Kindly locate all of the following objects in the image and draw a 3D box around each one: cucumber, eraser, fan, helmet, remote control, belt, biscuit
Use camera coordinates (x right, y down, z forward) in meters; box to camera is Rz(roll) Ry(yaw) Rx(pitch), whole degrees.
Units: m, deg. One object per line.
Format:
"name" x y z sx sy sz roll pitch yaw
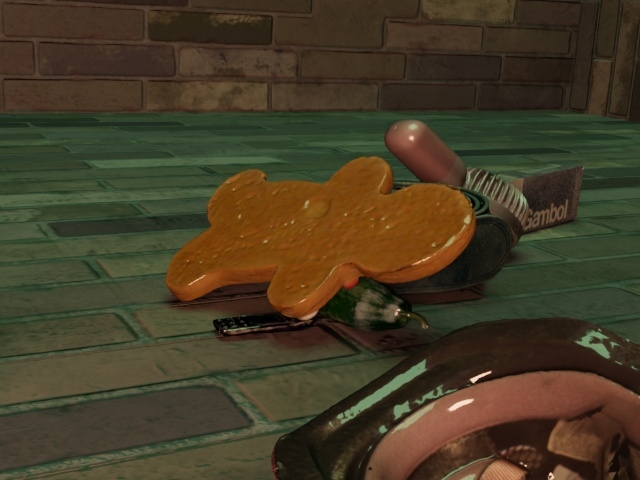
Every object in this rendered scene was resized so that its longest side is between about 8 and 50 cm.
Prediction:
"cucumber" 0.015 0.053 0.898 0.056 0.056 0.250 -8 16 -36
"eraser" 0.326 -0.065 1.344 0.046 0.092 0.212 17 20 41
"fan" 0.172 -0.071 1.143 0.244 0.074 0.130 38 -19 -30
"helmet" 0.107 0.139 0.394 0.198 0.154 0.253 -28 9 -27
"remote control" -0.055 0.081 0.850 0.096 0.014 0.039 -4 14 -20
"belt" 0.089 -0.011 1.032 0.267 0.116 0.206 3 17 18
"biscuit" 0.000 0.000 0.889 0.339 0.047 0.216 -3 44 32
